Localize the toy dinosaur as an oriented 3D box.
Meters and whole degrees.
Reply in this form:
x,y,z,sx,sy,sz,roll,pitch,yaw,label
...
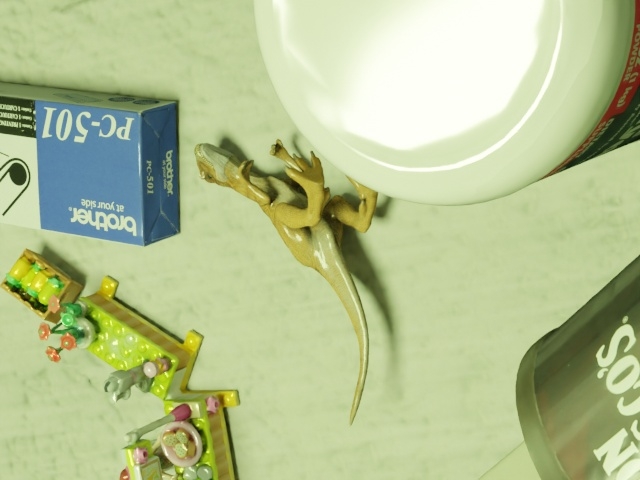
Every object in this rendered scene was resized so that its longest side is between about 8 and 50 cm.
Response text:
x,y,z,sx,sy,sz,roll,pitch,yaw,label
0.000,0.000,1.092,0.211,0.064,0.112,53,141,21,toy dinosaur

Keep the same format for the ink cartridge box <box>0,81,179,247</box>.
x,y,z,sx,sy,sz,roll,pitch,yaw,label
-0.198,-0.059,1.199,0.207,0.046,0.097,9,108,30,ink cartridge box

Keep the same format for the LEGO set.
x,y,z,sx,sy,sz,roll,pitch,yaw,label
-0.144,0.125,1.173,0.132,0.107,0.287,-31,85,33,LEGO set

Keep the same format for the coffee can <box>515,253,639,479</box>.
x,y,z,sx,sy,sz,roll,pitch,yaw,label
0.264,0.048,0.845,0.201,0.201,0.275,50,121,12,coffee can

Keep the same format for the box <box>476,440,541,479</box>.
x,y,z,sx,sy,sz,roll,pitch,yaw,label
0.066,0.263,0.967,0.311,0.148,0.121,-41,59,6,box

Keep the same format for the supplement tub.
x,y,z,sx,sy,sz,roll,pitch,yaw,label
0.109,-0.131,0.854,0.191,0.272,0.191,8,106,30,supplement tub
